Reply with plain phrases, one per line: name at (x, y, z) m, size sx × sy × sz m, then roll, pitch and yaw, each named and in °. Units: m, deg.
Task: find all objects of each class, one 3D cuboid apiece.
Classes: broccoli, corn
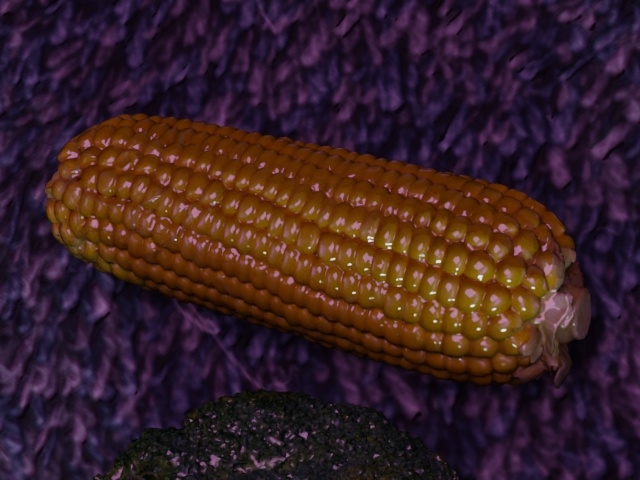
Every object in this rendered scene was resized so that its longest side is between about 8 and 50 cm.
broccoli at (-0.013, 0.224, 1.267) m, size 0.241 × 0.269 × 0.261 m, roll -41°, pitch 66°, yaw 37°
corn at (0.000, 0.000, 1.364) m, size 0.387 × 0.144 × 0.144 m, roll 18°, pitch 79°, yaw 19°
